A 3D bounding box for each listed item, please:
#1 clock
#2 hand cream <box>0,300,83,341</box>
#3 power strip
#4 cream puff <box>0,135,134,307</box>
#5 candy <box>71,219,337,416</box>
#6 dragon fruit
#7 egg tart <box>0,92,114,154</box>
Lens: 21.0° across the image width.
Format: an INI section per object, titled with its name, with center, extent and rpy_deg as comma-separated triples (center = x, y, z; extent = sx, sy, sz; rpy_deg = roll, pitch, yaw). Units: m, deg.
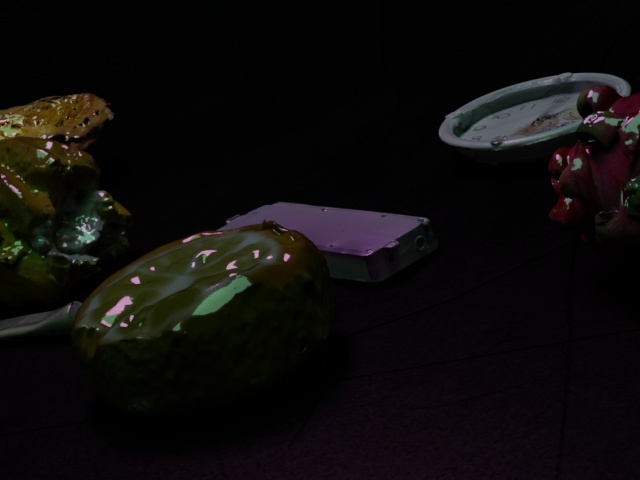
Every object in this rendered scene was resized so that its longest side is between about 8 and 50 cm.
[clock]
center = 0.260, -0.139, 2.070
extent = 0.236, 0.053, 0.236
rpy_deg = -14, 18, 5
[hand cream]
center = -0.314, 0.092, 1.865
extent = 0.165, 0.037, 0.057
rpy_deg = -11, 18, 30
[power strip]
center = 0.000, 0.000, 1.884
extent = 0.279, 0.038, 0.109
rpy_deg = 7, 27, 45
[cream puff]
center = -0.337, -0.030, 1.996
extent = 0.194, 0.195, 0.221
rpy_deg = -4, 18, 25
[candy]
center = -0.112, 0.071, 1.648
extent = 0.259, 0.118, 0.260
rpy_deg = -15, 18, 5
[dragon fruit]
center = 0.344, -0.046, 1.592
extent = 0.218, 0.198, 0.273
rpy_deg = -15, 41, -38
[egg tart]
center = -0.408, -0.114, 2.385
extent = 0.290, 0.107, 0.291
rpy_deg = -15, 23, 6
